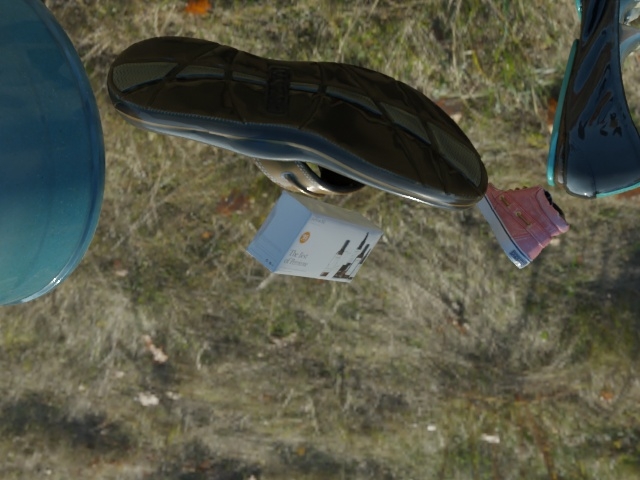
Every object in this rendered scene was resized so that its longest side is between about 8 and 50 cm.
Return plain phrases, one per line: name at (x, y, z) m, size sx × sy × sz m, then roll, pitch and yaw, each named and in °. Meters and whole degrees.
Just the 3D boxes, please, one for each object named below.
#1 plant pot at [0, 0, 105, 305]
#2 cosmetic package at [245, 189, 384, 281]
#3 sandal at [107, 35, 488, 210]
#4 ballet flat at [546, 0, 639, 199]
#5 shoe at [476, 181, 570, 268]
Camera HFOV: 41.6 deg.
plant pot at (-0.333, -0.050, 0.562) m, size 0.271 × 0.255 × 0.272 m, roll 8°, pitch 107°, yaw 26°
cosmetic package at (0.000, 0.000, 1.188) m, size 0.099 × 0.060 × 0.239 m, roll -59°, pitch 154°, yaw 10°
sandal at (-0.013, -0.058, 0.485) m, size 0.219 × 0.090 × 0.060 m, roll 10°, pitch 138°, yaw -6°
ballet flat at (0.240, -0.169, 0.674) m, size 0.096 × 0.281 × 0.095 m, roll 3°, pitch 175°, yaw 22°
shoe at (0.250, -0.040, 1.057) m, size 0.081 × 0.178 × 0.063 m, roll -39°, pitch 117°, yaw 16°
